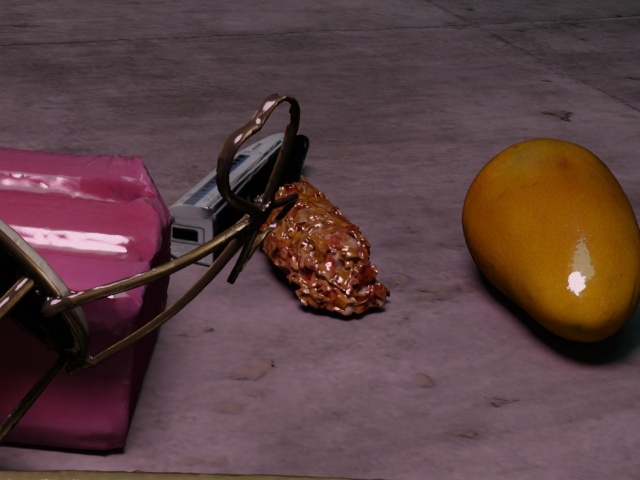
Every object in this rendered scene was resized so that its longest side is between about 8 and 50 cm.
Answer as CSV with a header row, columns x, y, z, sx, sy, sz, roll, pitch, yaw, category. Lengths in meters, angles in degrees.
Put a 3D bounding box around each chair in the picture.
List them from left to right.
x,y,z,sx,sy,sz,roll,pitch,yaw,category
-0.173,0.021,0.879,0.170,0.160,0.325,36,68,20,chair

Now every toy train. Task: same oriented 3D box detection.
x,y,z,sx,sy,sz,roll,pitch,yaw,category
-0.066,-0.047,1.394,0.048,0.055,0.252,4,21,18,toy train

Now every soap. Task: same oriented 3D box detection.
x,y,z,sx,sy,sz,roll,pitch,yaw,category
-0.285,0.018,1.082,0.360,0.128,0.233,6,25,0,soap

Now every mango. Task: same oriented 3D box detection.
x,y,z,sx,sy,sz,roll,pitch,yaw,category
0.184,0.000,1.273,0.138,0.113,0.253,8,30,-6,mango

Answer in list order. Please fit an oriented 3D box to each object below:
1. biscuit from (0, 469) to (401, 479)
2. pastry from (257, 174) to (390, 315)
x,y,z,sx,sy,sz,roll,pitch,yaw,category
-0.075,0.136,0.762,0.322,0.099,0.038,2,59,-11,biscuit
-0.002,0.000,1.281,0.087,0.063,0.169,-1,23,-23,pastry
